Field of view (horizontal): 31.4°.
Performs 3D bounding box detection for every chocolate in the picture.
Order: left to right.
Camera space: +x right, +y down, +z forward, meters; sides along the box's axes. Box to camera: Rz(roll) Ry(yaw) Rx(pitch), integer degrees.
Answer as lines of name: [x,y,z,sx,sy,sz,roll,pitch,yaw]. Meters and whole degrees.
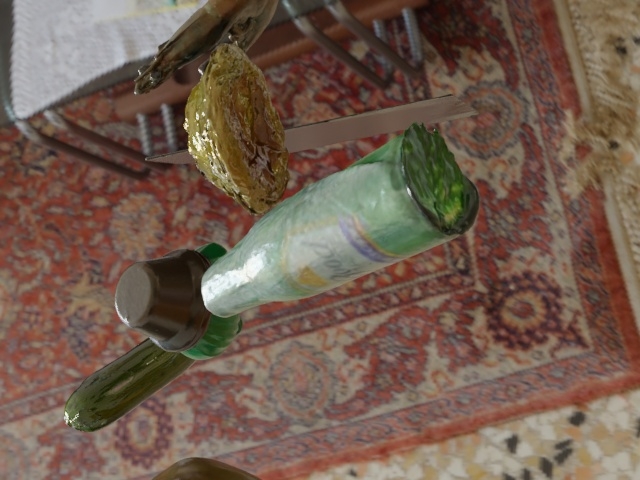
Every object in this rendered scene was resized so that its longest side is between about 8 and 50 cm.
chocolate: [0.000,0.000,1.054,0.291,0.110,0.110,-27,67,37]

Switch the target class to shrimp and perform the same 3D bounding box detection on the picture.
shrimp: [-0.152,-0.267,1.561,0.251,0.143,0.052,-35,66,-11]

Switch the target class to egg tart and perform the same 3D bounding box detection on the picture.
egg tart: [-0.063,-0.080,0.851,0.052,0.130,0.130,-12,73,20]

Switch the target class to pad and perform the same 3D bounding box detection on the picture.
pad: [0.000,-0.130,1.399,0.368,0.247,0.007,-11,88,15]

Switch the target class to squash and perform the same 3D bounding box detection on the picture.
squash: [-0.267,0.197,1.802,0.087,0.331,0.087,26,133,32]

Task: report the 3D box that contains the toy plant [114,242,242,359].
toy plant: [-0.153,0.069,1.350,0.105,0.200,0.143,9,87,33]

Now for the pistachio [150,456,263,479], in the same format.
pistachio: [-0.070,0.309,1.027,0.260,0.213,0.163,40,64,-5]
